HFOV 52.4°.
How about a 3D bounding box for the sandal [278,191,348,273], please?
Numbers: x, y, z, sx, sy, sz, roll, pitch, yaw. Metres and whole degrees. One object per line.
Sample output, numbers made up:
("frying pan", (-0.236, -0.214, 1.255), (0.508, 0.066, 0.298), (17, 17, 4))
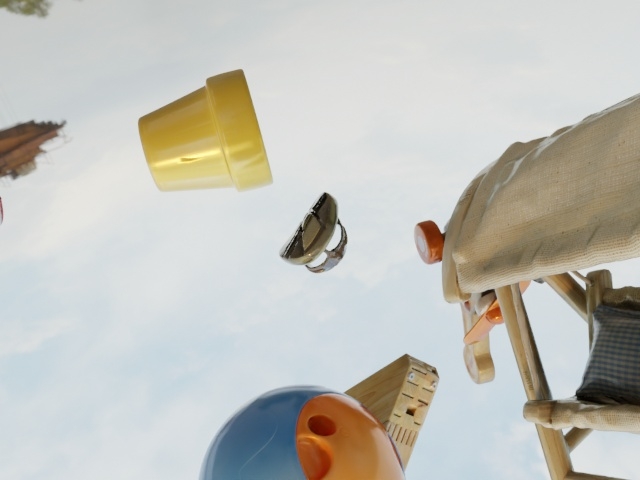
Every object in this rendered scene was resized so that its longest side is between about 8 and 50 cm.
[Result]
("sandal", (0.001, -0.001, 1.020), (0.120, 0.086, 0.303), (-55, -179, -2))

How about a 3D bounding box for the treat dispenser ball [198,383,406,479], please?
("treat dispenser ball", (-0.025, 0.345, 0.898), (0.288, 0.288, 0.288), (-11, -150, 7))

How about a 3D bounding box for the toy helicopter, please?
("toy helicopter", (0.294, 0.122, 1.203), (0.140, 0.355, 0.235), (-15, -156, -10))

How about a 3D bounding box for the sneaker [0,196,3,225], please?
("sneaker", (-0.352, -0.041, 0.626), (0.042, 0.118, 0.067), (-12, -139, 11))

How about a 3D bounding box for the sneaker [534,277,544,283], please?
("sneaker", (0.323, 0.043, 1.014), (0.089, 0.170, 0.051), (39, -137, 8))

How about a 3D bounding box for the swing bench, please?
("swing bench", (0.225, 0.030, 0.417), (0.165, 0.255, 0.253), (-31, -179, -26))

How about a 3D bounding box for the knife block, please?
("knife block", (0.061, 0.320, 1.176), (0.242, 0.088, 0.276), (11, -105, 52))

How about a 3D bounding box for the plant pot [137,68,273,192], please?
("plant pot", (-0.245, -0.211, 1.377), (0.239, 0.254, 0.254), (-15, -150, -4))
